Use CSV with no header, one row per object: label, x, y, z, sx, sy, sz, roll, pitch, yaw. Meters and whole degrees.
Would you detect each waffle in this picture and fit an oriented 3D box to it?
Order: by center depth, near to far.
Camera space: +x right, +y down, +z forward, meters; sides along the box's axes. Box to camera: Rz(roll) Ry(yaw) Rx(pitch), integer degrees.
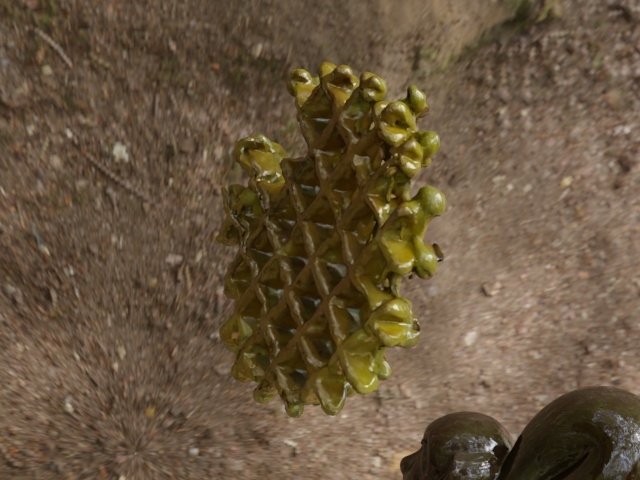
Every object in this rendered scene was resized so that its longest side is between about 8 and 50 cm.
waffle,0.000,0.000,0.785,0.051,0.232,0.228,11,93,-32

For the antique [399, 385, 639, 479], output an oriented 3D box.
antique,0.190,0.205,1.062,0.121,0.257,0.143,7,75,-51
